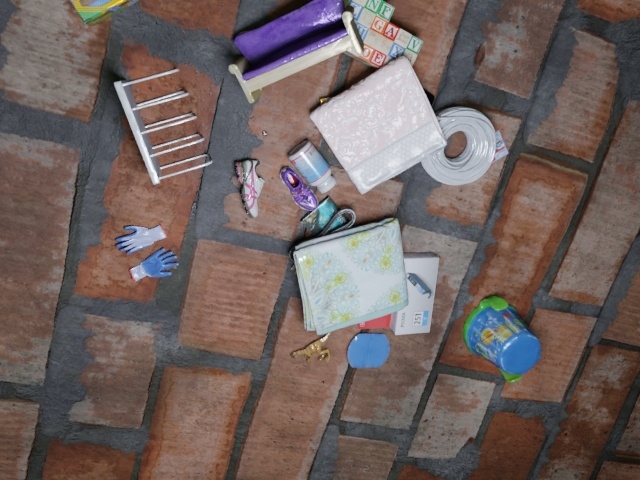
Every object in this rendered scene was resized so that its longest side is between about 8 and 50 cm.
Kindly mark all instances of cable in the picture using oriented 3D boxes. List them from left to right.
[{"bbox_3d":[0.000,0.000,1.751,0.140,0.072,0.287,32,94,-1],"label":"cable"},{"bbox_3d":[0.446,-0.311,1.746,0.257,0.089,0.256,-15,112,-5],"label":"cable"}]

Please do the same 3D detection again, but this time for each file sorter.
[{"bbox_3d":[-0.433,-0.329,1.484,0.173,0.193,0.277,-20,111,-9],"label":"file sorter"}]

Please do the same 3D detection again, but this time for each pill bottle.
[{"bbox_3d":[-0.022,-0.229,1.667,0.087,0.087,0.160,-40,111,1],"label":"pill bottle"}]

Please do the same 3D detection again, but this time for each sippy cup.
[{"bbox_3d":[0.682,0.371,1.956,0.306,0.224,0.240,35,97,-20],"label":"sippy cup"}]

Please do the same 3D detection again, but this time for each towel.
[{"bbox_3d":[0.105,0.122,1.733,0.375,0.090,0.320,-16,115,-14],"label":"towel"},{"bbox_3d":[0.185,-0.344,1.632,0.332,0.053,0.316,-29,112,12],"label":"towel"}]

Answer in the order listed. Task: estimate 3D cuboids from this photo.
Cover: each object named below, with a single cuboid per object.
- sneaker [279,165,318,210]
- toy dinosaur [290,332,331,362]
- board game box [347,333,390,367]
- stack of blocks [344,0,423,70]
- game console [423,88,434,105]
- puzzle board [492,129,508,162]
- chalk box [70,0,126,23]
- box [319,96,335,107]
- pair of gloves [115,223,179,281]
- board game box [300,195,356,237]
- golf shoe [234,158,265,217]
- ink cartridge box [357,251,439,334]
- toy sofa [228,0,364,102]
[{"bbox_3d":[-0.070,-0.158,1.688,0.068,0.071,0.170,-41,112,2],"label":"sneaker"},{"bbox_3d":[-0.005,0.374,1.881,0.212,0.064,0.112,-36,111,0],"label":"toy dinosaur"},{"bbox_3d":[0.173,0.399,1.949,0.169,0.033,0.133,4,102,-20],"label":"board game box"},{"bbox_3d":[0.152,-0.620,1.580,0.297,0.087,0.171,22,102,-19],"label":"stack of blocks"},{"bbox_3d":[0.296,-0.434,1.716,0.107,0.071,0.122,26,101,11],"label":"game console"},{"bbox_3d":[0.579,-0.309,1.824,0.128,0.011,0.096,-31,112,-2],"label":"puzzle board"},{"bbox_3d":[-0.548,-0.670,1.376,0.213,0.132,0.132,-29,111,-1],"label":"chalk box"},{"bbox_3d":[0.067,-0.411,1.661,0.136,0.028,0.081,-8,109,-8],"label":"box"},{"bbox_3d":[-0.545,0.036,1.665,0.160,0.023,0.198,-21,112,-6],"label":"pair of gloves"},{"bbox_3d":[0.037,-0.042,1.775,0.126,0.026,0.186,-42,112,2],"label":"board game box"},{"bbox_3d":[-0.211,-0.161,1.655,0.086,0.067,0.185,-12,110,-11],"label":"golf shoe"},{"bbox_3d":[0.275,0.193,1.887,0.262,0.066,0.296,-1,108,-14],"label":"ink cartridge box"},{"bbox_3d":[-0.071,-0.538,1.458,0.363,0.150,0.177,-19,116,16],"label":"toy sofa"}]
